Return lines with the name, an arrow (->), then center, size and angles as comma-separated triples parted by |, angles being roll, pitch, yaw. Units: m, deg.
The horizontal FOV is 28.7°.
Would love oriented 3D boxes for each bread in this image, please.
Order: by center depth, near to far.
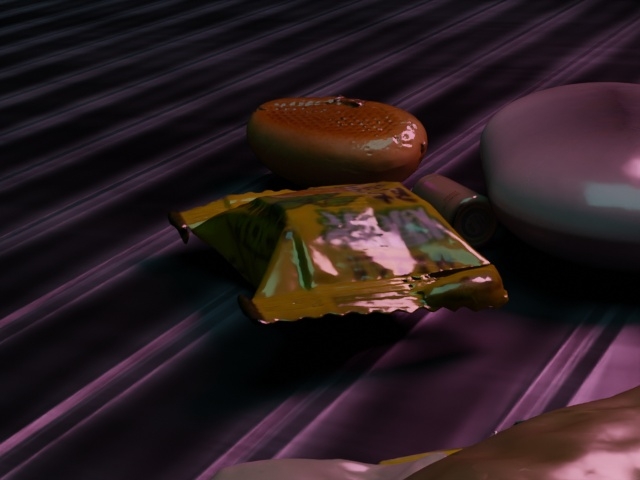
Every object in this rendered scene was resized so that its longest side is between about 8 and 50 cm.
bread -> 0.016, -0.087, 1.172 | 0.189, 0.077, 0.114 | 11, 44, 34

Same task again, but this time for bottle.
bottle -> 0.107, -0.026, 1.025 | 0.045, 0.045, 0.096 | -10, 19, -15

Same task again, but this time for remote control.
remote control -> 0.240, -0.057, 0.993 | 0.221, 0.103, 0.332 | -1, 20, 5

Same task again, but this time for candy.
candy -> 0.000, 0.000, 0.917 | 0.187, 0.081, 0.297 | -8, 20, -17

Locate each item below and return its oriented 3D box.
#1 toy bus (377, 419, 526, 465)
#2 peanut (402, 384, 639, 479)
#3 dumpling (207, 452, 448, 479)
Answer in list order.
toy bus -> 0.140, 0.120, 0.548 | 0.226, 0.081, 0.074 | -5, 21, -3
peanut -> 0.100, 0.139, 0.346 | 0.387, 0.169, 0.192 | -12, 49, -40
dumpling -> -0.031, 0.139, 0.482 | 0.188, 0.108, 0.127 | -44, 17, -11
